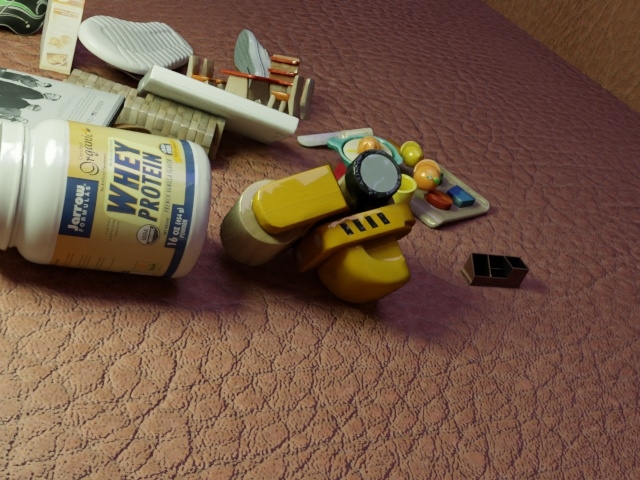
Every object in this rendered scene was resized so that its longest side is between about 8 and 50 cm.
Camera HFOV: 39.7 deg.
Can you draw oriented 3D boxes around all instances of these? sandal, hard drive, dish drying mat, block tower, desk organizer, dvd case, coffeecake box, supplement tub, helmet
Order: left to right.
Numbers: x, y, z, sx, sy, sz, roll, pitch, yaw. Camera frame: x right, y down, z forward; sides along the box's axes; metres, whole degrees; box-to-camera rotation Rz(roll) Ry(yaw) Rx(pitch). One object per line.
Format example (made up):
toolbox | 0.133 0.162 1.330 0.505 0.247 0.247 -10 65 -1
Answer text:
helmet | -0.704 -0.550 1.982 0.162 0.169 0.169 13 28 -48
dvd case | -0.489 -0.231 1.578 0.239 0.029 0.179 13 38 -2
coffeecake box | -0.560 -0.479 1.926 0.068 0.185 0.142 9 34 -22
supplement tub | -0.350 -0.066 1.396 0.316 0.228 0.228 7 35 -23
sandal | -0.415 -0.418 2.023 0.169 0.102 0.416 45 22 7
block tower | -0.365 -0.241 1.784 0.336 0.091 0.097 17 32 -9
hard drive | -0.219 -0.278 1.848 0.308 0.040 0.203 19 -7 -19
dish drying mat | 0.046 -0.150 1.988 0.032 0.008 0.083 22 32 1
desk organizer | 0.360 0.061 1.826 0.130 0.050 0.047 5 36 -27

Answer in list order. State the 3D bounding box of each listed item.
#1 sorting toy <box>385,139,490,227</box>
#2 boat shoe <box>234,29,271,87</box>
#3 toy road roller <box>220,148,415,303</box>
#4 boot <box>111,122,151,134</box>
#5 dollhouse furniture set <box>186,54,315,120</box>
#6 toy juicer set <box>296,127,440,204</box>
sorting toy | 0.227 -0.147 2.065 0.307 0.041 0.229 41 36 27
boat shoe | -0.163 -0.446 2.249 0.076 0.083 0.226 17 41 -31
toy road roller | 0.015 0.003 1.548 0.330 0.202 0.240 -16 78 -25
boot | -0.481 -0.204 1.662 0.220 0.109 0.283 36 41 28
dollhouse furniture set | -0.135 -0.359 1.985 0.262 0.135 0.259 14 9 17
toy juicer set | 0.131 -0.204 1.998 0.209 0.089 0.329 -26 51 -36
